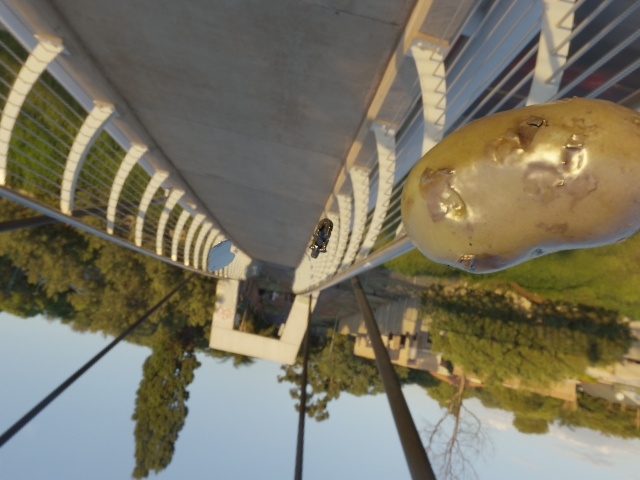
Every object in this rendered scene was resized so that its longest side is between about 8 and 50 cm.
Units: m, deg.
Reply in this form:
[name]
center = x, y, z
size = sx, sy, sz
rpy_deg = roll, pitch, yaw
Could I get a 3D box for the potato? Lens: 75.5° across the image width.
[potato]
center = 0.208, -0.057, 0.435
size = 0.262, 0.165, 0.165
rpy_deg = -19, 151, 32

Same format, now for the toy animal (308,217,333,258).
[toy animal]
center = 0.000, 0.000, 1.022
size = 0.047, 0.065, 0.136
rpy_deg = 17, 141, 1

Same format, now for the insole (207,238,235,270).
[insole]
center = -0.198, 0.033, 0.823
size = 0.064, 0.004, 0.188
rpy_deg = -29, 170, -19
